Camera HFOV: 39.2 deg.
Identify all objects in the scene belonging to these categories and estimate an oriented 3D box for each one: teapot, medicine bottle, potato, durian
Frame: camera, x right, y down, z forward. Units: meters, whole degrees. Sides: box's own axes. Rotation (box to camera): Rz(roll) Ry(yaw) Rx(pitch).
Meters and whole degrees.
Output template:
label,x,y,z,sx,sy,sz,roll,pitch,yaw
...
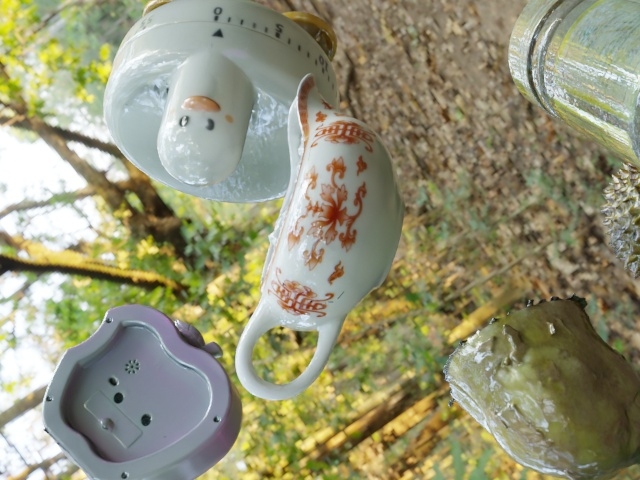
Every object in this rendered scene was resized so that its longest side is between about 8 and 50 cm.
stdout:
label,x,y,z,sx,sy,sz,roll,pitch,yaw
teapot,0.000,0.000,0.666,0.116,0.246,0.159,24,154,-15
medicine bottle,0.304,-0.154,0.842,0.151,0.151,0.322,54,-175,-24
potato,0.372,0.262,1.391,0.301,0.288,0.237,82,164,-47
durian,0.745,-0.054,1.809,0.348,0.347,0.385,-123,18,-49

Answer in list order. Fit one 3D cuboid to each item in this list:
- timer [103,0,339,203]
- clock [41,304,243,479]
label,x,y,z,sx,sy,sz,roll,pitch,yaw
timer,-0.097,-0.115,0.873,0.233,0.233,0.240,53,-143,-48
clock,-0.305,0.275,1.564,0.339,0.338,0.102,56,168,29
